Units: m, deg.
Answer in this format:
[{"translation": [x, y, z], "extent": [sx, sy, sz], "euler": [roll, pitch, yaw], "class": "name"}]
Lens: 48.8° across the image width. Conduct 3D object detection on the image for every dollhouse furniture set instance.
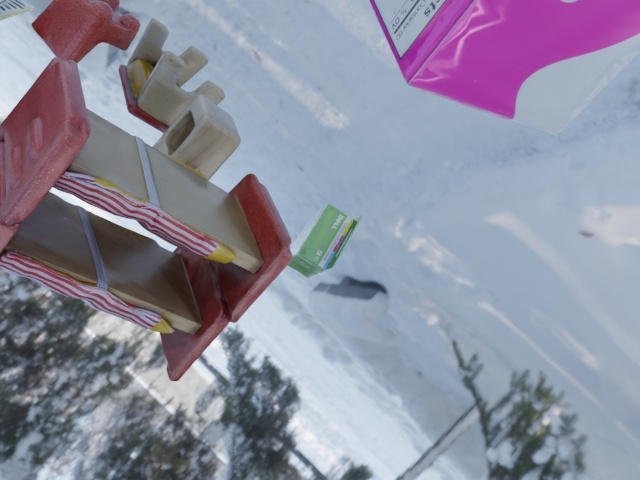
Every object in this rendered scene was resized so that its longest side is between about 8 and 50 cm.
[{"translation": [-0.185, -0.084, 0.614], "extent": [0.201, 0.152, 0.374], "euler": [32, -159, -39], "class": "dollhouse furniture set"}]

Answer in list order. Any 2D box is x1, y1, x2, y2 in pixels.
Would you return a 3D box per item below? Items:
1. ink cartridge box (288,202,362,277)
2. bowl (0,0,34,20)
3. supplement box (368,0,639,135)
[{"translation": [0.000, 0.000, 1.278], "extent": [0.062, 0.109, 0.209], "euler": [33, 167, -6], "class": "ink cartridge box"}, {"translation": [-0.424, -0.275, 0.800], "extent": [0.170, 0.170, 0.080], "euler": [23, 136, 57], "class": "bowl"}, {"translation": [0.085, -0.180, 0.386], "extent": [0.111, 0.114, 0.220], "euler": [9, -131, -33], "class": "supplement box"}]
